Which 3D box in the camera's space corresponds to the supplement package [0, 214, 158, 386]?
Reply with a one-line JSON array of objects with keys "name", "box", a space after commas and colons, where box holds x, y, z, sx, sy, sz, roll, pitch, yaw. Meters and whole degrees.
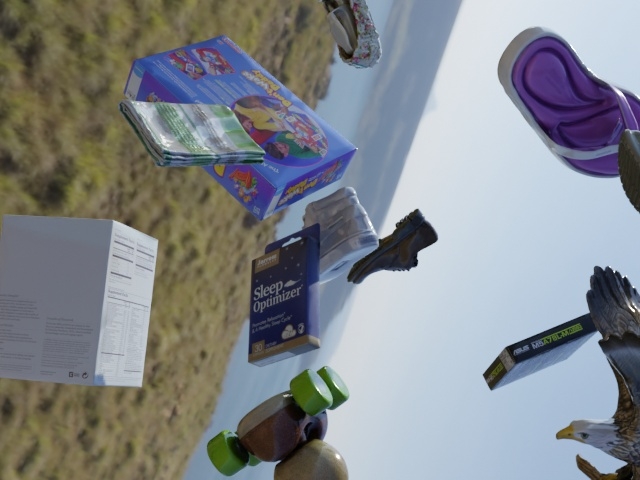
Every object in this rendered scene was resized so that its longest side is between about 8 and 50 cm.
[{"name": "supplement package", "box": [-0.411, 0.106, 1.502, 0.198, 0.200, 0.262, 39, 54, -75]}]

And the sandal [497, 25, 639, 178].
[{"name": "sandal", "box": [0.444, -0.201, 1.494, 0.169, 0.416, 0.102, -55, -143, 15]}]

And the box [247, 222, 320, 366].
[{"name": "box", "box": [-0.059, 0.083, 1.470, 0.136, 0.037, 0.225, -23, -127, 37]}]

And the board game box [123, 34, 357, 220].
[{"name": "board game box", "box": [-0.139, -0.209, 1.572, 0.233, 0.347, 0.078, -30, 157, -46]}]

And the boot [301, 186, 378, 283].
[{"name": "boot", "box": [0.000, 0.000, 1.604, 0.095, 0.123, 0.258, -6, 160, -42]}]

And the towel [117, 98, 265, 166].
[{"name": "towel", "box": [-0.149, -0.130, 1.055, 0.152, 0.113, 0.023, -7, 139, -42]}]

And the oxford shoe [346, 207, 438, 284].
[{"name": "oxford shoe", "box": [0.144, 0.037, 1.812, 0.227, 0.096, 0.082, -37, -167, 34]}]

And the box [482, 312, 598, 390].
[{"name": "box", "box": [0.422, 0.218, 1.732, 0.190, 0.184, 0.045, 98, -33, -65]}]

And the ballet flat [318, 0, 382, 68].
[{"name": "ballet flat", "box": [0.036, -0.409, 1.555, 0.077, 0.240, 0.091, -18, 170, -42]}]

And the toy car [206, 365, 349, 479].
[{"name": "toy car", "box": [-0.011, 0.270, 1.059, 0.155, 0.188, 0.149, -38, 166, 10]}]

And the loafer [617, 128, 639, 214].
[{"name": "loafer", "box": [0.485, -0.057, 1.202, 0.094, 0.088, 0.251, 76, -8, -56]}]

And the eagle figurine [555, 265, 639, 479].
[{"name": "eagle figurine", "box": [0.390, 0.207, 1.079, 0.225, 0.226, 0.298, -10, 115, -42]}]
